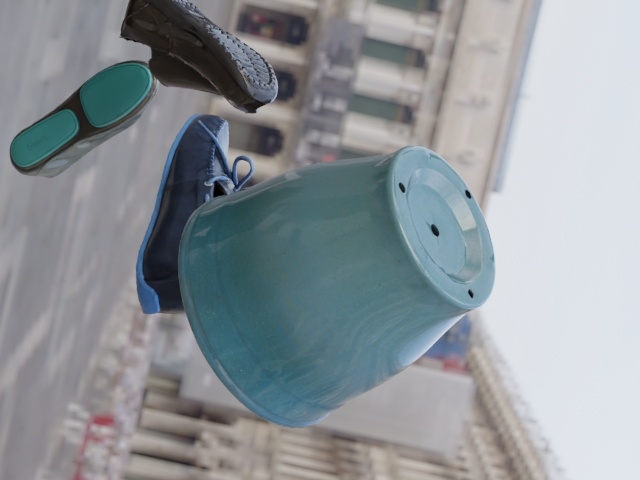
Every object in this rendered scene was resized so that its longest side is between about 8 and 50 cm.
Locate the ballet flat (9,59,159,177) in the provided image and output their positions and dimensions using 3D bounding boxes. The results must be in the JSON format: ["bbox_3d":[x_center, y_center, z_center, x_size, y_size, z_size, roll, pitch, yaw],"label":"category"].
[{"bbox_3d":[-0.256,-0.137,1.907,0.068,0.213,0.072,15,49,-62],"label":"ballet flat"}]

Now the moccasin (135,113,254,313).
[{"bbox_3d":[-0.146,-0.026,2.179,0.138,0.116,0.342,82,14,-48],"label":"moccasin"}]

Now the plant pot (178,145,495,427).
[{"bbox_3d":[0.033,0.030,1.792,0.255,0.271,0.272,-26,-143,32],"label":"plant pot"}]

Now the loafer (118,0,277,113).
[{"bbox_3d":[-0.124,-0.180,1.687,0.220,0.080,0.078,43,-73,38],"label":"loafer"}]
